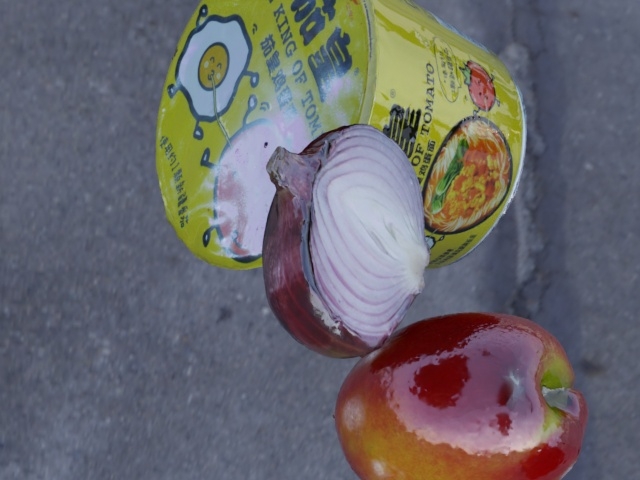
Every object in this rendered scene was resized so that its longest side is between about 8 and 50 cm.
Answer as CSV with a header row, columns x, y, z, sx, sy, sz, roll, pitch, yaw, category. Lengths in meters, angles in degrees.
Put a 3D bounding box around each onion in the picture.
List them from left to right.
x,y,z,sx,sy,sz,roll,pitch,yaw,category
0.000,0.000,1.102,0.151,0.098,0.206,35,46,-18,onion

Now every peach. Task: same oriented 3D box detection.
x,y,z,sx,sy,sz,roll,pitch,yaw,category
0.123,0.159,1.294,0.190,0.226,0.196,62,35,-16,peach

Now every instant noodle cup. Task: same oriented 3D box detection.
x,y,z,sx,sy,sz,roll,pitch,yaw,category
0.030,-0.111,1.396,0.254,0.325,0.326,13,47,-41,instant noodle cup
